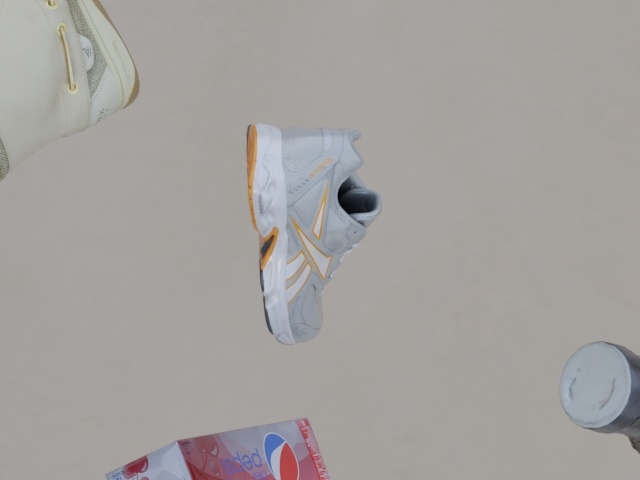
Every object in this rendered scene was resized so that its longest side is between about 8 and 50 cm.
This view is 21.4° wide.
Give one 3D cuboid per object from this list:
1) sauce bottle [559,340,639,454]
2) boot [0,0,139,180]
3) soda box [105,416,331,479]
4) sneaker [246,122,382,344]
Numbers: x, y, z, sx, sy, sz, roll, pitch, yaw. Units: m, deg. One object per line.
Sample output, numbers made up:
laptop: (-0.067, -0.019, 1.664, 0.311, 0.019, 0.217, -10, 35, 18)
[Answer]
sauce bottle: (0.330, 0.151, 1.421, 0.344, 0.111, 0.111, 16, 76, -44)
boot: (-0.289, -0.178, 1.375, 0.203, 0.095, 0.262, -40, 104, -37)
soda box: (-0.093, 0.236, 1.654, 0.092, 0.263, 0.083, -28, 77, 24)
sneaker: (0.000, 0.000, 1.591, 0.121, 0.262, 0.099, -5, 46, 1)
